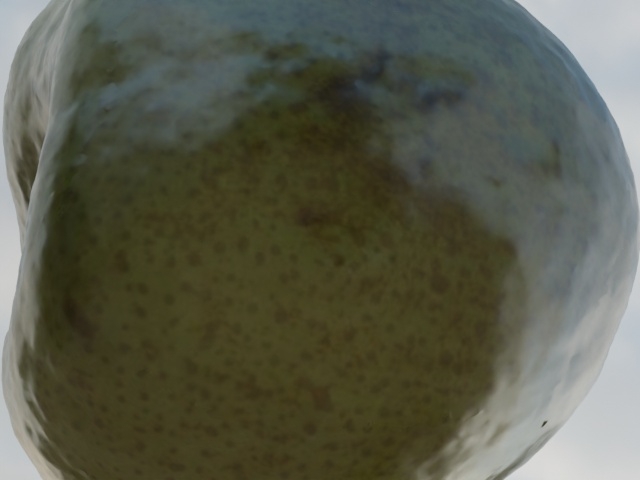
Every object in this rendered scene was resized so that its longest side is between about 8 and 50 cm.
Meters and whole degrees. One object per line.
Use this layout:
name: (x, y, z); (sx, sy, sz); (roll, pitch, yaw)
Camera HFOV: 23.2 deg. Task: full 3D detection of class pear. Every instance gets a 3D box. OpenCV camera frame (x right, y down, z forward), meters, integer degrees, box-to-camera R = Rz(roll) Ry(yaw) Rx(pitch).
pear: (0.000, 0.000, 0.526); (0.211, 0.229, 0.188); (5, -33, -16)
